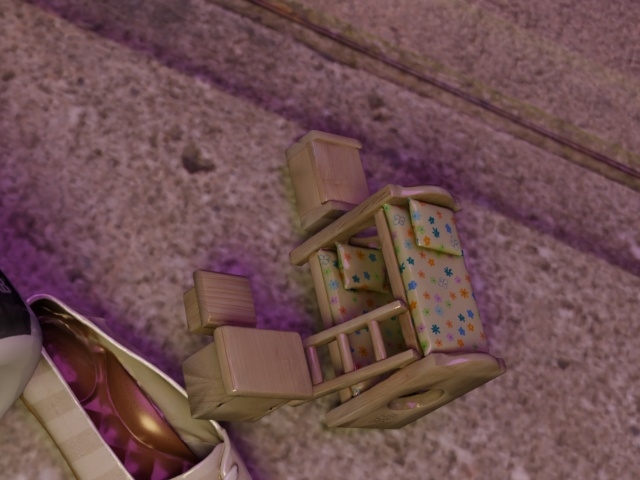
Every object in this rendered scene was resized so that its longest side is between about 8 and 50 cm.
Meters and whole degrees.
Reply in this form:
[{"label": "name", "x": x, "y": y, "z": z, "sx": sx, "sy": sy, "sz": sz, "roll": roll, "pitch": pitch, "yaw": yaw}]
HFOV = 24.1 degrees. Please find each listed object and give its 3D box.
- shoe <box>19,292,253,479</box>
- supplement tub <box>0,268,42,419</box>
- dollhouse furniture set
[{"label": "shoe", "x": -0.093, "y": 0.114, "z": 0.792, "sx": 0.219, "sy": 0.058, "sz": 0.076, "roll": 47, "pitch": 58, "yaw": 8}, {"label": "supplement tub", "x": -0.296, "y": -0.012, "z": 0.708, "sx": 0.193, "sy": 0.193, "sz": 0.316, "roll": -34, "pitch": 78, "yaw": -31}, {"label": "dollhouse furniture set", "x": 0.000, "y": 0.000, "z": 0.829, "sx": 0.161, "sy": 0.101, "sz": 0.182, "roll": 8, "pitch": 59, "yaw": -42}]
